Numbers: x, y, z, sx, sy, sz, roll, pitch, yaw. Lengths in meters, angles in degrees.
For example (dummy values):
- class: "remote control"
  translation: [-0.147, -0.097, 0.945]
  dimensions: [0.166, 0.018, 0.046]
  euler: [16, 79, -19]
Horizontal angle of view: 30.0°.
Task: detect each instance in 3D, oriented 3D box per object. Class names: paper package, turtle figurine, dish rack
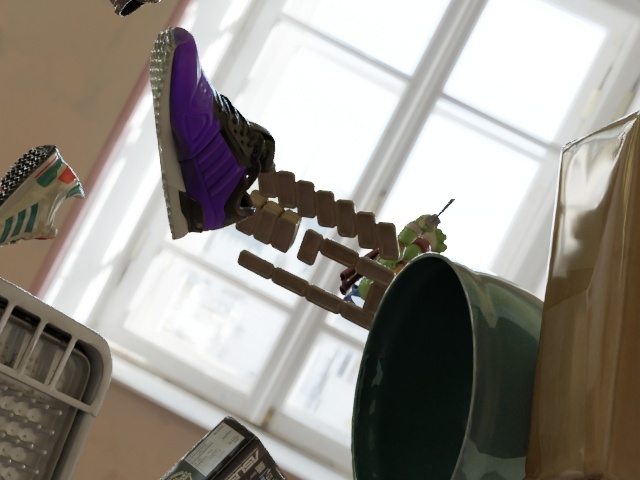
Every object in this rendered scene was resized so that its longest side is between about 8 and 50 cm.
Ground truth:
- class: "paper package"
  translation: [0.359, 0.072, 1.048]
  dimensions: [0.309, 0.325, 0.168]
  euler: [10, -10, -11]
- class: "turtle figurine"
  translation: [0.191, 0.061, 2.047]
  dimensions: [0.198, 0.274, 0.266]
  euler: [58, 21, 2]
- class: "dish rack"
  translation: [-0.386, 0.220, 1.330]
  dimensions: [0.072, 0.333, 0.285]
  euler: [8, -20, 32]

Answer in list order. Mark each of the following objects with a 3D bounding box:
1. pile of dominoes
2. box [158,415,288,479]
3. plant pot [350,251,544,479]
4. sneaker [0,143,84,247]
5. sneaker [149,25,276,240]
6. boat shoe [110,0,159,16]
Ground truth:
- class: "pile of dominoes"
  translation: [0.000, 0.000, 1.733]
  dimensions: [0.251, 0.196, 0.040]
  euler: [26, 37, 9]
- class: "box"
  translation: [-0.188, 0.506, 1.792]
  dimensions: [0.097, 0.395, 0.318]
  euler: [23, -29, 49]
- class: "plant pot"
  translation: [0.176, 0.172, 1.223]
  dimensions: [0.196, 0.293, 0.293]
  euler: [11, 4, -18]
- class: "sneaker"
  translation: [-0.289, -0.014, 1.134]
  dimensions: [0.057, 0.161, 0.075]
  euler: [16, -31, 51]
- class: "sneaker"
  translation: [-0.128, -0.135, 1.465]
  dimensions: [0.146, 0.293, 0.102]
  euler: [-6, 41, -8]
- class: "boat shoe"
  translation: [-0.271, -0.409, 1.895]
  dimensions: [0.227, 0.081, 0.069]
  euler: [-4, -69, 56]
